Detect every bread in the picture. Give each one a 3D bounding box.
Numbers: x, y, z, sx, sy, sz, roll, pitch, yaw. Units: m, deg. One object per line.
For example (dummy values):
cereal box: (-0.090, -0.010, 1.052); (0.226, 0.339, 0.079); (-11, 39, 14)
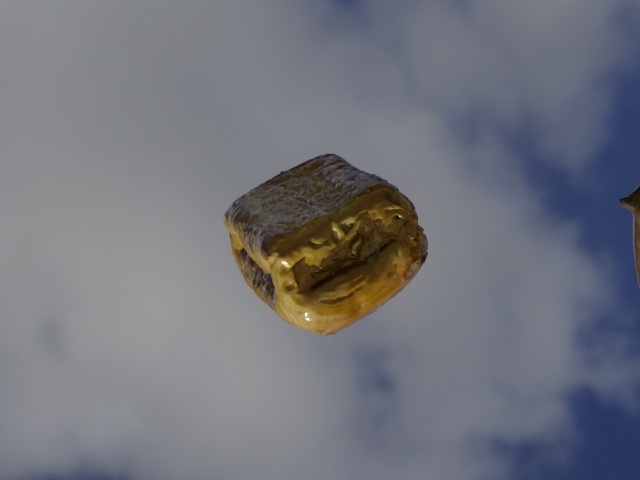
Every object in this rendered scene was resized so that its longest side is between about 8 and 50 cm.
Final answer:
bread: (0.000, 0.000, 1.344); (0.114, 0.211, 0.083); (-31, -75, -4)

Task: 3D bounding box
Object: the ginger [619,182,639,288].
ginger: (0.334, 0.008, 1.238); (0.223, 0.269, 0.200); (-17, -86, -47)
